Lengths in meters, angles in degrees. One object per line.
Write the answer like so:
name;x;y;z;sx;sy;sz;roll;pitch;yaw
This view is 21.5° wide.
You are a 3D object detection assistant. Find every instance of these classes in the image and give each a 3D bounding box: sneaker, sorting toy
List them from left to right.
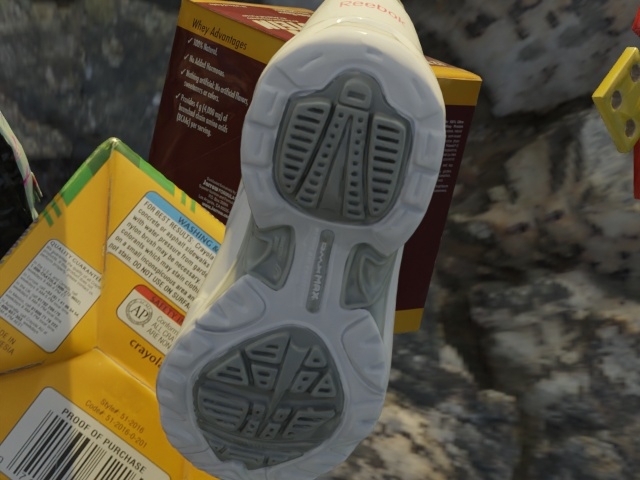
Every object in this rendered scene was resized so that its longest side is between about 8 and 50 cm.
sneaker;0.000;0.000;0.687;0.090;0.115;0.232;20;123;-3
sorting toy;0.249;-0.069;1.110;0.274;0.046;0.132;30;75;-43

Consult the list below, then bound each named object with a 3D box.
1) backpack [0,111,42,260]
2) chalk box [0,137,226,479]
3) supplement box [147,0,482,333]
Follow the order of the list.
backpack;-0.252;-0.036;1.052;0.152;0.182;0.115;-32;55;-20
chalk box;-0.122;0.109;0.901;0.180;0.289;0.179;39;65;-3
supplement box;-0.015;-0.054;1.213;0.129;0.191;0.194;-2;112;-45
